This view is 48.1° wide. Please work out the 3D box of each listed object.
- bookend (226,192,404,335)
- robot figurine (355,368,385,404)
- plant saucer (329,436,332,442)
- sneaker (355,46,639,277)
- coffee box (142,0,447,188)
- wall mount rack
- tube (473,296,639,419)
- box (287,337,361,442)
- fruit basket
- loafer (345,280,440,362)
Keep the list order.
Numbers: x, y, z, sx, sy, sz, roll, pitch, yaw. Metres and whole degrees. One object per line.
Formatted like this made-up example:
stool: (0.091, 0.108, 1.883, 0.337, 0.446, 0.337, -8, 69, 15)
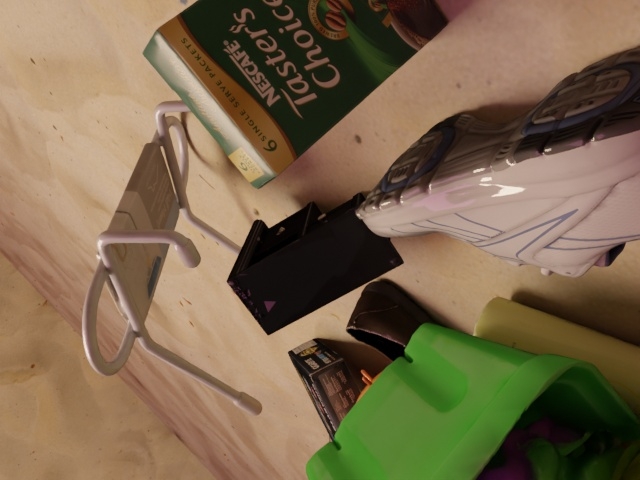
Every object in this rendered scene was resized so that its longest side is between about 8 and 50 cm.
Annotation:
bookend: (0.000, 0.000, 0.740, 0.157, 0.156, 0.072, -29, 108, 17)
robot figurine: (0.127, 0.233, 0.839, 0.219, 0.158, 0.128, 44, 132, 4)
plant saucer: (0.123, 0.402, 1.171, 0.311, 0.050, 0.310, 36, 152, 23)
sneaker: (0.134, -0.024, 0.502, 0.129, 0.111, 0.297, 49, 155, -18)
coffee box: (-0.009, -0.132, 0.465, 0.113, 0.184, 0.040, 52, 154, -11)
wall mount rack: (-0.136, 0.026, 0.814, 0.131, 0.350, 0.304, 1, 137, 9)
tube: (0.241, 0.110, 0.582, 0.240, 0.070, 0.062, 19, 102, 36)
box: (0.036, 0.250, 0.975, 0.220, 0.051, 0.175, 64, 170, -6)
fruit basket: (0.218, 0.253, 0.544, 0.392, 0.283, 0.392, 40, 177, 3)
loafer: (0.116, 0.137, 0.775, 0.220, 0.078, 0.080, 36, 152, 21)
